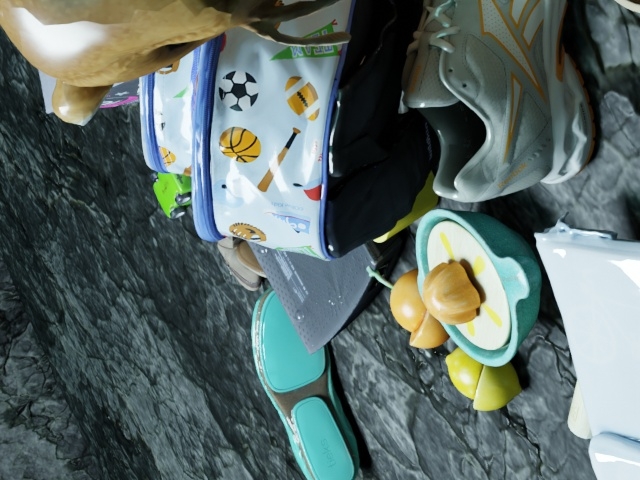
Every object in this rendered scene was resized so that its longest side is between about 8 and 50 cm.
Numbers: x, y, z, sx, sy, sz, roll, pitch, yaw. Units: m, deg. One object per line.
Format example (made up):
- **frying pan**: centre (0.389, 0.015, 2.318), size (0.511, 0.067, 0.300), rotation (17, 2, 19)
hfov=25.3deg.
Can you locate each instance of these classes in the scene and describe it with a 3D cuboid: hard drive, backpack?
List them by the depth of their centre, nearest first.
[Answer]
- **backpack**: centre (-0.021, -0.124, 1.049), size (0.263, 0.213, 0.276), rotation (-79, -12, -50)
- **hard drive**: centre (0.000, 0.000, 1.416), size (0.172, 0.054, 0.254), rotation (60, 156, 14)

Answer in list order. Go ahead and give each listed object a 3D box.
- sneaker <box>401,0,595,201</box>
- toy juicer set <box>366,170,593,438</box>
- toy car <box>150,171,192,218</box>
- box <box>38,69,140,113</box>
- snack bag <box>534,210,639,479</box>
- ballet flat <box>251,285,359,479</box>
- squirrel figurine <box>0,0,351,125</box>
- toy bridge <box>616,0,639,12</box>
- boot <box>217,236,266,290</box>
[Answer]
- **sneaker**: centre (0.103, -0.146, 0.966), size (0.099, 0.121, 0.262), rotation (15, 125, 61)
- **toy juicer set**: centre (0.129, 0.067, 1.151), size (0.329, 0.090, 0.209), rotation (32, 139, 53)
- **toy car**: centre (-0.151, -0.094, 1.663), size (0.239, 0.053, 0.225), rotation (62, 157, 12)
- **box**: centre (-0.150, -0.223, 1.304), size (0.247, 0.142, 0.163), rotation (-12, 90, 47)
- **snack bag**: centre (0.284, 0.154, 0.912), size (0.323, 0.037, 0.342), rotation (8, 119, 56)
- **ballet flat**: centre (-0.024, 0.162, 1.596), size (0.087, 0.083, 0.247), rotation (-158, 49, -78)
- **squirrel figurine**: centre (-0.057, -0.236, 0.761), size (0.397, 0.370, 0.281), rotation (28, 156, 40)
- **toy bridge**: centre (0.184, -0.183, 0.875), size (0.188, 0.026, 0.063), rotation (53, 155, 30)
- **boot**: centre (-0.080, 0.027, 1.645), size (0.118, 0.042, 0.087), rotation (50, 158, 37)
